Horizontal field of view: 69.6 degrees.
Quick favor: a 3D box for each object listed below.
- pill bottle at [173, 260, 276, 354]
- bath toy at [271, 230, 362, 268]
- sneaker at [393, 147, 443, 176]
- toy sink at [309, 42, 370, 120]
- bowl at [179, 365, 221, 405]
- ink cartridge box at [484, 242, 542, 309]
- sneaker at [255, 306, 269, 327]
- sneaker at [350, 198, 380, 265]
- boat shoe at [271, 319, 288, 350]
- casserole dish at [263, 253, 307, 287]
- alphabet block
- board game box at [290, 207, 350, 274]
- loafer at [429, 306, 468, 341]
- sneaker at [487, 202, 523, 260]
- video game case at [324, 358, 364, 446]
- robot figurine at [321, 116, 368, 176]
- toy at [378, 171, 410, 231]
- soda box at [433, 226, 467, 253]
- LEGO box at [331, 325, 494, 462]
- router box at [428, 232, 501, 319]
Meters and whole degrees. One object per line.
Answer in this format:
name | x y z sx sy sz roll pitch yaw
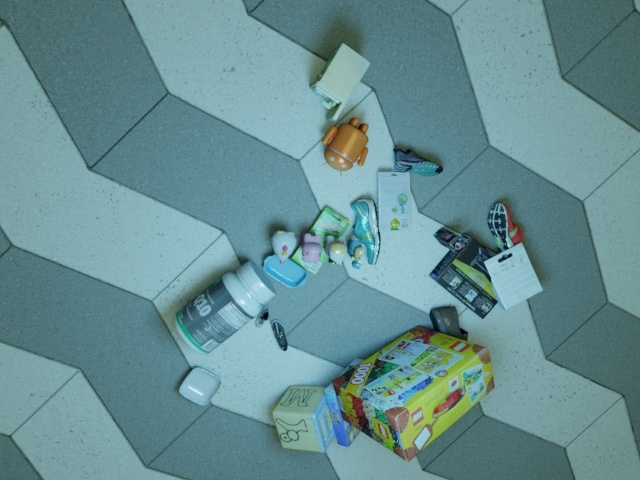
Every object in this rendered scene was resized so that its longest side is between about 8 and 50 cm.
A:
pill bottle | -0.362 0.253 1.773 0.361 0.204 0.204 -39 107 0
bath toy | -0.018 0.039 1.773 0.349 0.151 0.128 5 87 -9
sneaker | 0.392 -0.320 1.836 0.224 0.083 0.098 4 68 -26
toy sink | 0.049 -0.570 1.674 0.131 0.153 0.234 30 98 -15
bowl | -0.495 0.594 1.910 0.142 0.053 0.142 35 96 -16
ink cartridge box | 0.811 0.151 1.957 0.189 0.066 0.232 -27 92 -4
sneaker | -0.237 0.323 1.881 0.038 0.069 0.098 20 99 -14
sneaker | 0.186 -0.033 1.870 0.110 0.107 0.275 -8 100 12
boat shoe | -0.166 0.398 1.926 0.049 0.040 0.142 -21 106 -4
casserole dish | -0.139 0.115 1.850 0.188 0.037 0.114 35 118 -17
alphabet block | -0.055 0.734 1.912 0.197 0.193 0.192 -5 106 26
board game box | 0.000 0.000 1.863 0.124 0.039 0.259 32 99 -16
loafer | 0.602 0.448 2.025 0.130 0.134 0.365 -24 106 -3
sneaker | 0.805 -0.045 1.975 0.118 0.107 0.278 -29 112 -18
video game case | 0.131 0.684 1.961 0.061 0.244 0.269 -2 109 36
robot figurine | 0.099 -0.356 1.746 0.158 0.128 0.219 23 101 -53
toy | 0.290 -0.156 1.860 0.137 0.056 0.237 -3 92 -17
soda box | 0.528 -0.001 1.885 0.053 0.169 0.060 -41 107 2
LEGO box | 0.361 0.564 1.798 0.501 0.373 0.193 -24 108 -31
router box | 0.663 0.157 1.993 0.309 0.081 0.243 38 94 -16
